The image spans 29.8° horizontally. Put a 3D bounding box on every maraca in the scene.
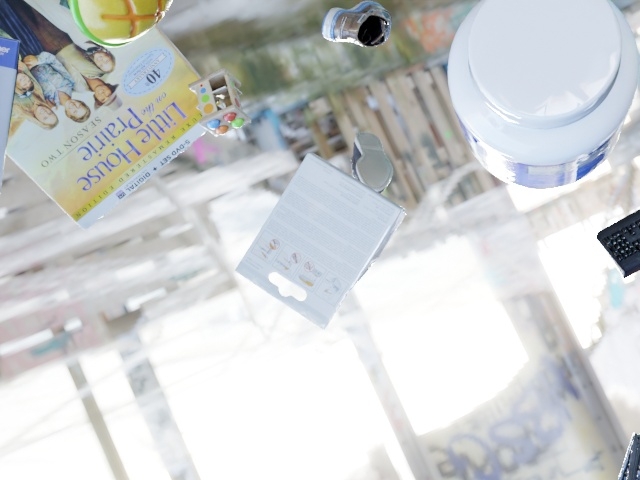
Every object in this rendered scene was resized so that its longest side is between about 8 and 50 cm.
[{"bbox_3d":[-0.188,-0.283,1.204,0.127,0.099,0.185,30,84,-57],"label":"maraca"}]

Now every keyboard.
[{"bbox_3d":[0.474,-0.014,1.619,0.192,0.100,0.038,-27,161,-18],"label":"keyboard"}]

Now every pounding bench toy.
[{"bbox_3d":[-0.120,-0.166,1.521,0.052,0.065,0.083,-23,160,15],"label":"pounding bench toy"}]

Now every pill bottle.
[{"bbox_3d":[0.184,-0.131,1.003,0.152,0.152,0.272,-25,171,8],"label":"pill bottle"}]

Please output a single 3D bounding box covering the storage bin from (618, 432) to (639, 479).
[{"bbox_3d":[0.358,0.310,1.301,0.180,0.084,0.122,90,18,-44],"label":"storage bin"}]

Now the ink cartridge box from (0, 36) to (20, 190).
[{"bbox_3d":[-0.401,-0.106,1.408,0.065,0.311,0.186,7,157,-19],"label":"ink cartridge box"}]

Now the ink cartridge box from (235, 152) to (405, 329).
[{"bbox_3d":[0.000,0.000,1.957,0.232,0.189,0.066,-59,164,5],"label":"ink cartridge box"}]

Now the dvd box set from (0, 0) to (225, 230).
[{"bbox_3d":[-0.385,-0.253,1.817,0.308,0.420,0.062,-38,-150,3],"label":"dvd box set"}]

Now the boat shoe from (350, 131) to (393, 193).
[{"bbox_3d":[0.097,-0.140,2.397,0.075,0.206,0.065,9,124,-11],"label":"boat shoe"}]

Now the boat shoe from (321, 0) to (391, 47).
[{"bbox_3d":[0.072,-0.329,1.869,0.183,0.066,0.066,-28,135,-56],"label":"boat shoe"}]
